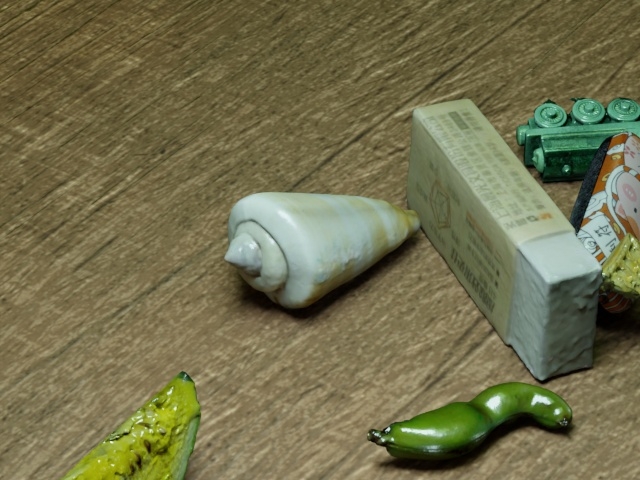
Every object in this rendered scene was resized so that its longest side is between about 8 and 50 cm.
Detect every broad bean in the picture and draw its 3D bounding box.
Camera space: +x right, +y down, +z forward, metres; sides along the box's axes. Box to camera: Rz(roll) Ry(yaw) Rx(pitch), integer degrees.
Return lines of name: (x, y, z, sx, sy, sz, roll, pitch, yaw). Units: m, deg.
broad bean: (0.147, 0.183, 1.952, 0.214, 0.048, 0.070, -11, 37, -17)

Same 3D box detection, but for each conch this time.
conch: (-0.001, 0.012, 2.149, 0.255, 0.127, 0.158, 1, 1, -33)

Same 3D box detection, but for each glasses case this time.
glasses case: (0.327, -0.022, 2.165, 0.067, 0.103, 0.266, -23, 25, 33)

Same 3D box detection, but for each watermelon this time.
watermelon: (-0.217, 0.241, 1.821, 0.123, 0.129, 0.301, 22, 38, 24)

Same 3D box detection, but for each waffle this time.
waffle: (0.353, 0.068, 2.048, 0.153, 0.023, 0.097, 45, 40, -4)

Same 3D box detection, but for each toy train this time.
toy train: (0.319, -0.114, 2.321, 0.171, 0.071, 0.111, -4, 45, -3)

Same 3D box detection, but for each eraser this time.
eraser: (0.194, -0.009, 2.125, 0.078, 0.144, 0.343, -13, 40, -17)
